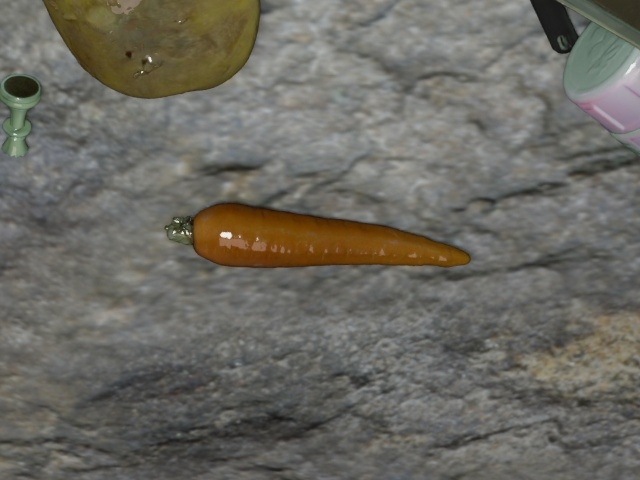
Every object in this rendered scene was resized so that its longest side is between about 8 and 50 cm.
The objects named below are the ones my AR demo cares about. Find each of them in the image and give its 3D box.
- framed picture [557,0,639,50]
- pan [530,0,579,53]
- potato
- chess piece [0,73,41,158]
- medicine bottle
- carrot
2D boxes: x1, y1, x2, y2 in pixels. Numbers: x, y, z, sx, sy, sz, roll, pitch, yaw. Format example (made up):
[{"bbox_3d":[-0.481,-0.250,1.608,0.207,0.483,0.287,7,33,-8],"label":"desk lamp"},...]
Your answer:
[{"bbox_3d":[0.325,-0.290,1.227,0.197,0.014,0.252,26,94,-19],"label":"framed picture"},{"bbox_3d":[0.195,-0.264,1.305,0.136,0.028,0.235,-22,125,17],"label":"pan"},{"bbox_3d":[-0.167,-0.253,1.241,0.191,0.141,0.296,-18,124,10],"label":"potato"},{"bbox_3d":[-0.307,-0.122,1.407,0.042,0.042,0.093,9,135,-8],"label":"chess piece"},{"bbox_3d":[0.334,-0.143,1.338,0.168,0.135,0.135,31,122,-23],"label":"medicine bottle"},{"bbox_3d":[0.000,0.000,1.494,0.336,0.069,0.069,4,128,-8],"label":"carrot"}]
